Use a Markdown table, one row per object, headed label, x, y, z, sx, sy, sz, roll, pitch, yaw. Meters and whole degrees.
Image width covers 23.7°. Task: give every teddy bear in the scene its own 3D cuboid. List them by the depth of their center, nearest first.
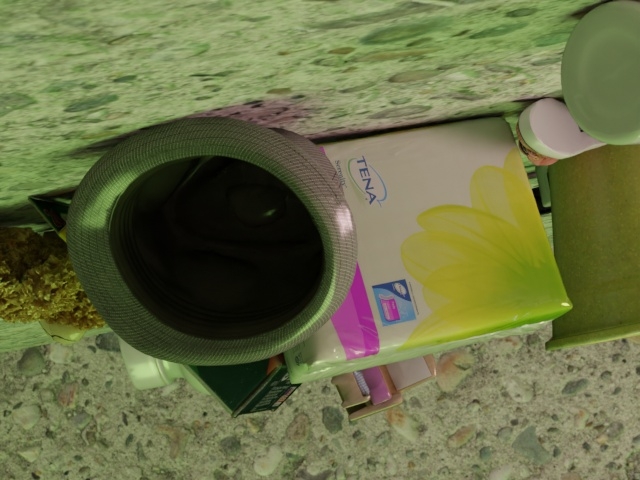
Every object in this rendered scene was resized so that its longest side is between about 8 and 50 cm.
| label | x | y | z | sx | sy | sz | roll | pitch | yaw |
| --- | --- | --- | --- | --- | --- | --- | --- | --- | --- |
| teddy bear | -0.353 | 0.049 | 1.693 | 0.245 | 0.113 | 0.338 | -6 | 166 | 22 |

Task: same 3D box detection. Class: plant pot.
| label | x | y | z | sx | sy | sz | roll | pitch | yaw |
| --- | --- | --- | --- | --- | --- | --- | --- | --- | --- |
| plant pot | 0.368 | -0.022 | 1.738 | 0.276 | 0.254 | 0.276 | -11 | 174 | -1 |

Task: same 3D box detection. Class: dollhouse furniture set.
| label | x | y | z | sx | sy | sz | roll | pitch | yaw |
| --- | --- | --- | --- | --- | --- | --- | --- | --- | --- |
| dollhouse furniture set | 0.063 | 0.038 | 1.747 | 0.198 | 0.286 | 0.303 | -24 | 171 | 0 |

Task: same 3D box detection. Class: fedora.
| label | x | y | z | sx | sy | sz | roll | pitch | yaw |
| --- | --- | --- | --- | --- | --- | --- | --- | --- | --- |
| fedora | -0.085 | -0.016 | 1.413 | 0.275 | 0.244 | 0.124 | -24 | -163 | 29 |

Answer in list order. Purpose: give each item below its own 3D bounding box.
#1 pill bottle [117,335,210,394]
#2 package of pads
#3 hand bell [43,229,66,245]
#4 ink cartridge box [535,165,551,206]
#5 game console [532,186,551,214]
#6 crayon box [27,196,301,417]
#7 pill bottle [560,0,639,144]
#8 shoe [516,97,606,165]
| label | x | y | z | sx | sy | sz | roll | pitch | yaw |
| --- | --- | --- | --- | --- | --- | --- | --- | --- | --- |
| pill bottle | -0.091 | 0.106 | 2.298 | 0.407 | 0.229 | 0.229 | -10 | 174 | 5 |
| package of pads | 0.083 | 0.002 | 1.564 | 0.296 | 0.229 | 0.101 | -10 | 164 | -20 |
| hand bell | -0.215 | 0.002 | 1.854 | 0.242 | 0.126 | 0.126 | 3 | 173 | -3 |
| ink cartridge box | 0.354 | -0.091 | 1.997 | 0.104 | 0.060 | 0.180 | -9 | 175 | -6 |
| game console | 0.305 | -0.044 | 2.155 | 0.361 | 0.044 | 0.213 | -14 | -163 | -11 |
| crayon box | -0.153 | 0.048 | 1.643 | 0.081 | 0.318 | 0.202 | -46 | 170 | 5 |
| pill bottle | 0.292 | -0.134 | 1.220 | 0.186 | 0.112 | 0.112 | -4 | 172 | -40 |
| shoe | 0.236 | -0.108 | 1.606 | 0.081 | 0.064 | 0.178 | -22 | 173 | 37 |
